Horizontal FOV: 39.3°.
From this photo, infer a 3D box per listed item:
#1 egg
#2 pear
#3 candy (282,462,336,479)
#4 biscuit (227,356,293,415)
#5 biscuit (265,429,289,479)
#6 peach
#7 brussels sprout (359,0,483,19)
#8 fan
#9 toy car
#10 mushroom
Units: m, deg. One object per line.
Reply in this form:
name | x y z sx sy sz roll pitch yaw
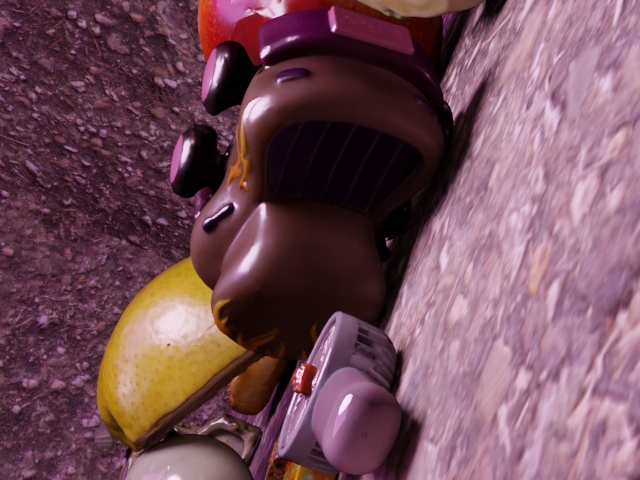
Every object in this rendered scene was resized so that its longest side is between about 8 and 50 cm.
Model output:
egg | -0.180 0.360 1.227 0.253 0.187 0.186 127 166 -69
pear | -0.168 0.120 1.304 0.386 0.191 0.340 -37 -6 -24
candy | -0.017 0.232 0.779 0.122 0.038 0.062 -71 5 -54
biscuit | -0.091 0.194 1.718 0.296 0.102 0.296 -159 90 -89
biscuit | -0.013 0.195 1.009 0.064 0.034 0.199 -73 8 -59
peach | -0.001 -0.319 1.329 0.388 0.388 0.388 -157 90 -87
brussels sprout | 0.124 -0.423 1.045 0.344 0.268 0.344 -160 90 -79
fan | 0.016 0.124 0.688 0.244 0.074 0.130 153 140 -84
toy car | -0.007 -0.043 0.913 0.240 0.271 0.340 -97 25 -45
mushroom | -0.263 0.448 1.707 0.212 0.218 0.292 107 -174 -87
